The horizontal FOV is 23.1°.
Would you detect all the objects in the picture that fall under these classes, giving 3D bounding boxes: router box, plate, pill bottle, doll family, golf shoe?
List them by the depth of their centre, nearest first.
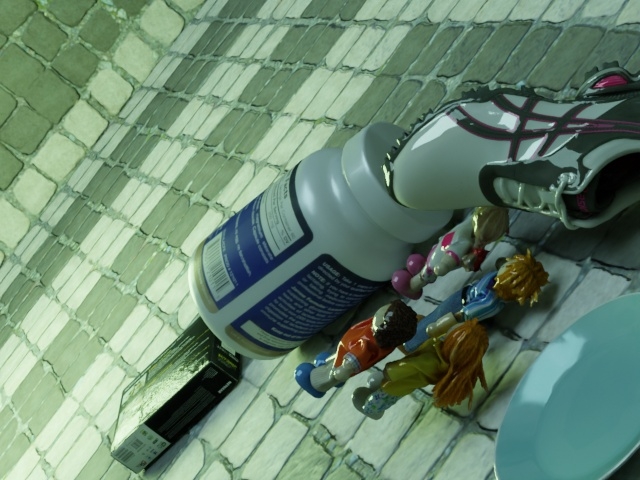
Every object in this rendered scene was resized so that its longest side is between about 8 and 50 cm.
[{"bbox_3d":[0.202,0.119,1.150,0.188,0.024,0.188,-44,21,22],"label":"plate"},{"bbox_3d":[0.180,-0.066,1.291,0.273,0.105,0.120,-15,45,16],"label":"golf shoe"},{"bbox_3d":[0.112,0.069,1.342,0.163,0.118,0.263,-38,5,48],"label":"doll family"},{"bbox_3d":[0.000,0.000,1.599,0.265,0.153,0.153,-37,25,34],"label":"pill bottle"},{"bbox_3d":[-0.165,0.169,1.817,0.179,0.046,0.133,-43,21,21],"label":"router box"}]
